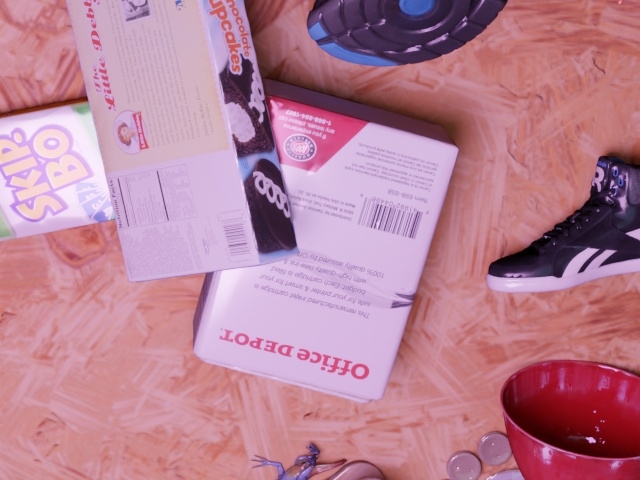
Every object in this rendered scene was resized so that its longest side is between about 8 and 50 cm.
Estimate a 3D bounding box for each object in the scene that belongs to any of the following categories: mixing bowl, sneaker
[{"bbox_3d":[0.267,0.209,1.926,0.181,0.181,0.098,3,119,-5],"label":"mixing bowl"},{"bbox_3d":[0.137,-0.285,1.821,0.341,0.139,0.125,-26,138,20],"label":"sneaker"},{"bbox_3d":[0.265,-0.022,1.912,0.217,0.079,0.121,-11,101,-10],"label":"sneaker"}]

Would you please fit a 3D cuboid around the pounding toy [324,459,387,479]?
[{"bbox_3d":[-0.001,0.352,1.932,0.269,0.155,0.154,-30,102,-3],"label":"pounding toy"}]

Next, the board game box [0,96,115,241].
[{"bbox_3d":[-0.246,-0.076,1.882,0.259,0.039,0.124,-11,103,2],"label":"board game box"}]

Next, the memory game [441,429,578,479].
[{"bbox_3d":[0.206,0.287,2.014,0.186,0.012,0.186,-1,104,-4],"label":"memory game"}]

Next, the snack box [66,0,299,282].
[{"bbox_3d":[-0.135,-0.128,1.773,0.187,0.060,0.322,-8,97,44],"label":"snack box"}]

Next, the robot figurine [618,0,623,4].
[{"bbox_3d":[0.356,-0.320,1.811,0.219,0.128,0.158,-33,130,4],"label":"robot figurine"}]

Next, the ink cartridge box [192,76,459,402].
[{"bbox_3d":[0.000,0.000,1.875,0.197,0.114,0.273,15,102,-8],"label":"ink cartridge box"}]

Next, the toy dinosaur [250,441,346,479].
[{"bbox_3d":[-0.029,0.253,1.977,0.090,0.047,0.082,24,120,-20],"label":"toy dinosaur"}]
